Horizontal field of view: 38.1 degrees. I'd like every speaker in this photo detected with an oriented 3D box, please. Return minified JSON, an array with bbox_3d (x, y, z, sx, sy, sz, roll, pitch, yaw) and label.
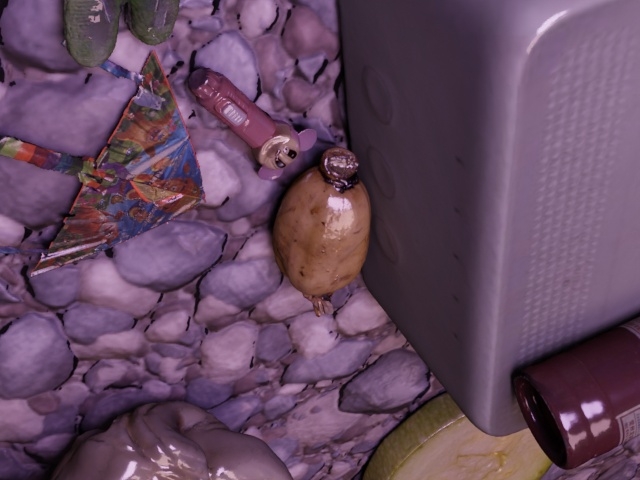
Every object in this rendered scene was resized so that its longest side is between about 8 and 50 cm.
[{"bbox_3d":[0.135,-0.053,0.629,0.183,0.184,0.406,-20,138,-11],"label":"speaker"}]

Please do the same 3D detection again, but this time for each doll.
[{"bbox_3d":[-0.102,-0.154,0.479,0.115,0.077,0.150,-16,146,-16],"label":"doll"}]

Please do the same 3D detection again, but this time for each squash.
[{"bbox_3d":[0.164,0.248,1.040,0.252,0.049,0.252,-16,136,-17],"label":"squash"}]

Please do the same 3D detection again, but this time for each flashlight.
[{"bbox_3d":[-0.046,-0.077,0.612,0.052,0.031,0.110,-40,138,11],"label":"flashlight"}]

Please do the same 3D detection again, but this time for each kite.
[{"bbox_3d":[-0.139,-0.044,0.606,0.160,0.010,0.183,14,119,-43],"label":"kite"}]

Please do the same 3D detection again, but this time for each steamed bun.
[{"bbox_3d":[-0.148,0.238,0.780,0.211,0.144,0.218,32,83,-33],"label":"steamed bun"}]

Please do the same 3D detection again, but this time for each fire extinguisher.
[{"bbox_3d":[0.246,0.079,0.639,0.231,0.071,0.099,-23,166,-11],"label":"fire extinguisher"}]

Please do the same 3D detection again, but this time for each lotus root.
[{"bbox_3d":[0.000,0.000,0.687,0.072,0.063,0.152,5,129,1],"label":"lotus root"}]
